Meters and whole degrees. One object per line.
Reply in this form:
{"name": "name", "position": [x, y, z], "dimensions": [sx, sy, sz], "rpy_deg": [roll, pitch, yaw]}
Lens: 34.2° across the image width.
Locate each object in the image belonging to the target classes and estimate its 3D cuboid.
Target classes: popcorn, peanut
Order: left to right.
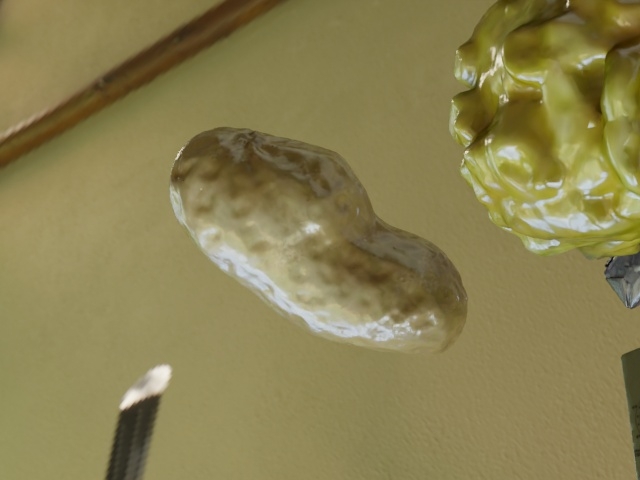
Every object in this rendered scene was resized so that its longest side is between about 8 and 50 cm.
{"name": "peanut", "position": [0.000, 0.000, 1.204], "dimensions": [0.192, 0.387, 0.169], "rpy_deg": [-57, 175, 23]}
{"name": "popcorn", "position": [0.196, -0.086, 0.568], "dimensions": [0.266, 0.192, 0.233], "rpy_deg": [-15, -173, -24]}

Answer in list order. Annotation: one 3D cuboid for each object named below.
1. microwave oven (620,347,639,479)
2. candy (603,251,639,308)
{"name": "microwave oven", "position": [0.450, 0.147, 0.774], "dimensions": [0.355, 0.286, 0.219], "rpy_deg": [-31, -140, 36]}
{"name": "candy", "position": [0.439, -0.002, 1.103], "dimensions": [0.061, 0.312, 0.088], "rpy_deg": [61, -34, 28]}
